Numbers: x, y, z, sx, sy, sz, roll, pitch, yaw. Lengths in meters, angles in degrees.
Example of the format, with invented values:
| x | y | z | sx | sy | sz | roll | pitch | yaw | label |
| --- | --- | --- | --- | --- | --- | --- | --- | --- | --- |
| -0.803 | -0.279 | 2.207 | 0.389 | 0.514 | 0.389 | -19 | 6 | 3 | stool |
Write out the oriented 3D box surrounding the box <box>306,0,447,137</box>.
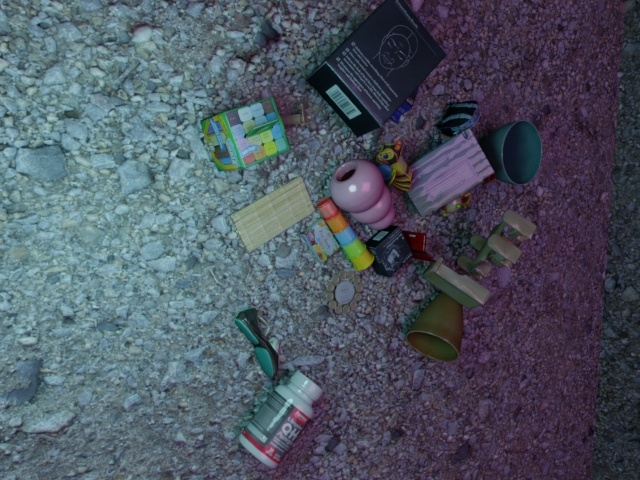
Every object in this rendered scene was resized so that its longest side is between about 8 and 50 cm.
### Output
| x | y | z | sx | sy | sz | roll | pitch | yaw | label |
| --- | --- | --- | --- | --- | --- | --- | --- | --- | --- |
| 0.201 | -0.628 | 1.722 | 0.293 | 0.212 | 0.395 | 46 | 76 | -15 | box |

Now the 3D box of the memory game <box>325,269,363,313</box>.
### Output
| x | y | z | sx | sy | sz | roll | pitch | yaw | label |
| --- | --- | --- | --- | --- | --- | --- | --- | --- | --- |
| 0.098 | 0.209 | 1.926 | 0.186 | 0.012 | 0.186 | -5 | 99 | -33 | memory game |

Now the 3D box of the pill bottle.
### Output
| x | y | z | sx | sy | sz | roll | pitch | yaw | label |
| --- | --- | --- | --- | --- | --- | --- | --- | --- | --- |
| -0.135 | 0.644 | 1.736 | 0.318 | 0.176 | 0.176 | -51 | 119 | -17 | pill bottle |

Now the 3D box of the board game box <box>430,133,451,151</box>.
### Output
| x | y | z | sx | sy | sz | roll | pitch | yaw | label |
| --- | --- | --- | --- | --- | --- | --- | --- | --- | --- |
| 0.563 | -0.387 | 2.121 | 0.170 | 0.048 | 0.141 | 10 | 92 | -34 | board game box |

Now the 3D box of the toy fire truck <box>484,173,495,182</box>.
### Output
| x | y | z | sx | sy | sz | roll | pitch | yaw | label |
| --- | --- | --- | --- | --- | --- | --- | --- | --- | --- |
| 0.713 | -0.358 | 2.169 | 0.047 | 0.135 | 0.192 | -31 | 111 | -26 | toy fire truck |

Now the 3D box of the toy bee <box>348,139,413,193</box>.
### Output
| x | y | z | sx | sy | sz | roll | pitch | yaw | label |
| --- | --- | --- | --- | --- | --- | --- | --- | --- | --- |
| 0.274 | -0.305 | 1.847 | 0.298 | 0.162 | 0.195 | 18 | 60 | -34 | toy bee |

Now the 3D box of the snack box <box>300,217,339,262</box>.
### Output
| x | y | z | sx | sy | sz | roll | pitch | yaw | label |
| --- | --- | --- | --- | --- | --- | --- | --- | --- | --- |
| 0.000 | 0.000 | 1.822 | 0.100 | 0.037 | 0.141 | -43 | 116 | -22 | snack box |

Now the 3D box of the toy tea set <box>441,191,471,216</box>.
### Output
| x | y | z | sx | sy | sz | roll | pitch | yaw | label |
| --- | --- | --- | --- | --- | --- | --- | --- | --- | --- |
| 0.610 | -0.266 | 2.079 | 0.200 | 0.124 | 0.336 | -20 | 122 | -21 | toy tea set |

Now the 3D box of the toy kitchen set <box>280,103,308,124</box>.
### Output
| x | y | z | sx | sy | sz | roll | pitch | yaw | label |
| --- | --- | --- | --- | --- | --- | --- | --- | --- | --- |
| -0.094 | -0.454 | 1.709 | 0.083 | 0.075 | 0.068 | -42 | 129 | -66 | toy kitchen set |

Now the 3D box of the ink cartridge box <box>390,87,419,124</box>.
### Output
| x | y | z | sx | sy | sz | roll | pitch | yaw | label |
| --- | --- | --- | --- | --- | --- | --- | --- | --- | --- |
| 0.332 | -0.660 | 1.934 | 0.165 | 0.065 | 0.332 | 22 | 85 | -33 | ink cartridge box |

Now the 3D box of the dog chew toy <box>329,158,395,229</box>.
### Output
| x | y | z | sx | sy | sz | roll | pitch | yaw | label |
| --- | --- | --- | --- | --- | --- | --- | --- | --- | --- |
| 0.179 | -0.158 | 1.826 | 0.206 | 0.207 | 0.332 | -56 | 131 | -14 | dog chew toy |

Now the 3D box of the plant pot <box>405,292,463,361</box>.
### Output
| x | y | z | sx | sy | sz | roll | pitch | yaw | label |
| --- | --- | --- | --- | --- | --- | --- | --- | --- | --- |
| 0.539 | 0.370 | 2.119 | 0.237 | 0.237 | 0.254 | 49 | 55 | -27 | plant pot |

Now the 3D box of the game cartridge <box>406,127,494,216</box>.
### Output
| x | y | z | sx | sy | sz | roll | pitch | yaw | label |
| --- | --- | --- | --- | --- | --- | --- | --- | --- | --- |
| 0.520 | -0.279 | 1.991 | 0.355 | 0.068 | 0.230 | -32 | 106 | 7 | game cartridge |

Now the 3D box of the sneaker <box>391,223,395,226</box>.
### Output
| x | y | z | sx | sy | sz | roll | pitch | yaw | label |
| --- | --- | --- | --- | --- | --- | --- | --- | --- | --- |
| 0.323 | -0.045 | 2.029 | 0.083 | 0.032 | 0.037 | 53 | 55 | -31 | sneaker |

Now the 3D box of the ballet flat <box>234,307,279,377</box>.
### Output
| x | y | z | sx | sy | sz | roll | pitch | yaw | label |
| --- | --- | --- | --- | --- | --- | --- | --- | --- | --- |
| -0.204 | 0.362 | 1.710 | 0.096 | 0.095 | 0.280 | -40 | 115 | -35 | ballet flat |

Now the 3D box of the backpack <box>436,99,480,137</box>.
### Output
| x | y | z | sx | sy | sz | roll | pitch | yaw | label |
| --- | --- | --- | --- | --- | --- | --- | --- | --- | --- |
| 0.620 | -0.528 | 2.067 | 0.117 | 0.173 | 0.158 | 38 | 75 | -30 | backpack |

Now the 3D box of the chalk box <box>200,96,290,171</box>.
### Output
| x | y | z | sx | sy | sz | roll | pitch | yaw | label |
| --- | --- | --- | --- | --- | --- | --- | --- | --- | --- |
| -0.224 | -0.331 | 1.488 | 0.180 | 0.289 | 0.179 | -27 | 110 | -27 | chalk box |

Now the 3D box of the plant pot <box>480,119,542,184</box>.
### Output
| x | y | z | sx | sy | sz | roll | pitch | yaw | label |
| --- | --- | --- | --- | --- | --- | --- | --- | --- | --- |
| 0.862 | -0.405 | 2.222 | 0.290 | 0.195 | 0.290 | -4 | 98 | -31 | plant pot |

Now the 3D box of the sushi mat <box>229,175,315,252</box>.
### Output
| x | y | z | sx | sy | sz | roll | pitch | yaw | label |
| --- | --- | --- | --- | --- | --- | --- | --- | --- | --- |
| -0.167 | -0.097 | 1.716 | 0.317 | 0.019 | 0.151 | -34 | 113 | -25 | sushi mat |

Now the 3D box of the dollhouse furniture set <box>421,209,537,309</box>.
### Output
| x | y | z | sx | sy | sz | roll | pitch | yaw | label |
| --- | --- | --- | --- | --- | --- | --- | --- | --- | --- |
| 0.671 | 0.062 | 2.088 | 0.256 | 0.362 | 0.394 | 35 | 75 | 5 | dollhouse furniture set |

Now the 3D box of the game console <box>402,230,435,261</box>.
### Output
| x | y | z | sx | sy | sz | roll | pitch | yaw | label |
| --- | --- | --- | --- | --- | --- | --- | --- | --- | --- |
| 0.419 | 0.024 | 2.027 | 0.085 | 0.144 | 0.124 | 1 | 95 | -33 | game console |

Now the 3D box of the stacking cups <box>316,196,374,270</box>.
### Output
| x | y | z | sx | sy | sz | roll | pitch | yaw | label |
| --- | --- | --- | --- | --- | --- | --- | --- | --- | --- |
| 0.091 | -0.023 | 1.844 | 0.096 | 0.096 | 0.316 | -46 | 117 | -19 | stacking cups |

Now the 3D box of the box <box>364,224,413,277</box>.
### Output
| x | y | z | sx | sy | sz | roll | pitch | yaw | label |
| --- | --- | --- | --- | --- | --- | --- | --- | --- | --- |
| 0.281 | 0.042 | 1.973 | 0.156 | 0.093 | 0.158 | -40 | 116 | -22 | box |
